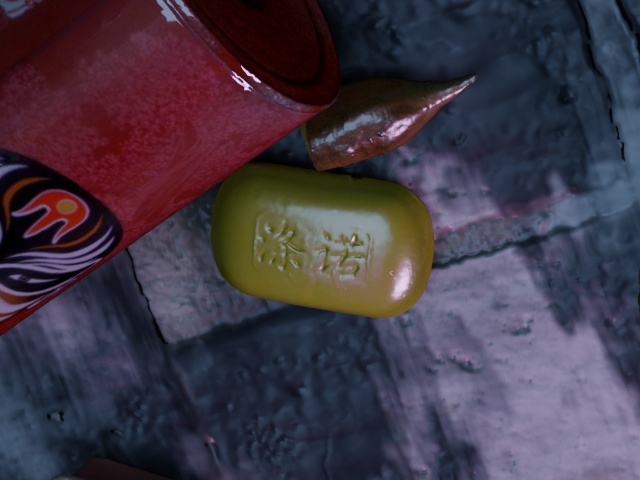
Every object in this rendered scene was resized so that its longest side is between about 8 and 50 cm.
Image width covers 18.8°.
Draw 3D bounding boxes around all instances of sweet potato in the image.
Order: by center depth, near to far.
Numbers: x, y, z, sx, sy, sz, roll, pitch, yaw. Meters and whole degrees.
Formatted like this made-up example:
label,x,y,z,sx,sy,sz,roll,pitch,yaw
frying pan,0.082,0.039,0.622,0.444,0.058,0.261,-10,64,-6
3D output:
label,x,y,z,sx,sy,sz,roll,pitch,yaw
sweet potato,0.039,-0.077,1.146,0.117,0.049,0.049,-20,100,16

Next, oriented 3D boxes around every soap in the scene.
label,x,y,z,sx,sy,sz,roll,pitch,yaw
soap,0.000,0.000,1.180,0.140,0.045,0.089,9,112,12

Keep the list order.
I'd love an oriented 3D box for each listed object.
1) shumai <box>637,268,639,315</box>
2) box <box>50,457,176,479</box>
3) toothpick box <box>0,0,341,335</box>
label,x,y,z,sx,sy,sz,roll,pitch,yaw
shumai,0.282,0.041,1.081,0.201,0.120,0.201,32,155,17
box,-0.120,0.196,1.262,0.122,0.062,0.089,16,110,8
toothpick box,-0.178,-0.071,1.122,0.333,0.204,0.204,-34,96,20
